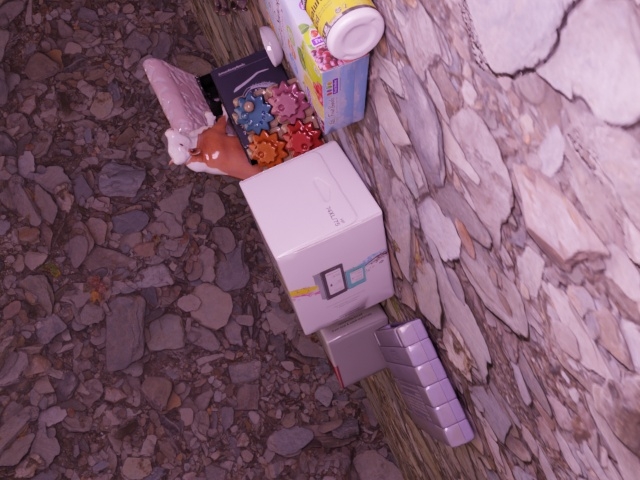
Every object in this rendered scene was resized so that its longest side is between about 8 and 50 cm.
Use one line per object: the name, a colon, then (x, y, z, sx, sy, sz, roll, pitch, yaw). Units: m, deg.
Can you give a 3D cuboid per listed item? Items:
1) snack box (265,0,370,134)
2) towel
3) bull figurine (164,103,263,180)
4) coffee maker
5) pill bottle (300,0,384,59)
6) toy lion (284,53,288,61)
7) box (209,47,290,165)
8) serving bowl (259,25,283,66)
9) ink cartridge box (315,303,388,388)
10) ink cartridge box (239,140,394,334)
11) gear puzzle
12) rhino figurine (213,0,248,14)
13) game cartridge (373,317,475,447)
snack box: (-0.010, -0.270, 0.853, 0.174, 0.070, 0.207, 84, 163, -74)
towel: (-0.290, -0.317, 1.727, 0.317, 0.053, 0.332, 2, -126, -57)
bull figurine: (-0.210, -0.217, 1.523, 0.101, 0.310, 0.189, -37, 39, 55)
coffee maker: (-0.206, -0.385, 1.625, 0.120, 0.178, 0.171, 64, 177, -8)
pill bottle: (0.016, -0.255, 0.695, 0.065, 0.065, 0.116, 78, 167, -64)
toy lion: (-0.058, -0.365, 1.119, 0.100, 0.034, 0.096, 77, 175, -61)
box: (-0.132, -0.298, 1.444, 0.108, 0.153, 0.207, 85, 161, -75)
serving bowl: (-0.095, -0.396, 1.317, 0.083, 0.027, 0.083, 155, 90, -85)
ink cartridge box: (0.031, 0.146, 1.704, 0.279, 0.160, 0.385, 74, 171, -54)
ink cartridge box: (0.000, 0.000, 1.208, 0.270, 0.197, 0.198, 74, 170, -53)
gear puzzle: (-0.060, -0.150, 1.333, 0.339, 0.175, 0.044, 68, -154, -21)
rhino figurine: (-0.201, -0.554, 1.428, 0.243, 0.073, 0.106, -132, 29, -62)
game cartridge: (0.191, 0.267, 1.261, 0.230, 0.068, 0.355, 62, 174, 6)
